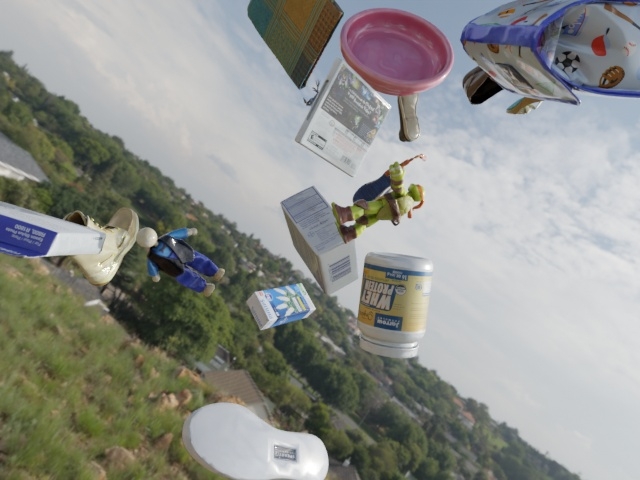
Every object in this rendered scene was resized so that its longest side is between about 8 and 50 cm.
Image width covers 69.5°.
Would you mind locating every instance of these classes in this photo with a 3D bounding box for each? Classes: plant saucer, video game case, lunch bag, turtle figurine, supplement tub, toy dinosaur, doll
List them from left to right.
[{"bbox_3d":[-0.278,0.032,0.905,0.189,0.129,0.046,40,-14,-37],"label":"doll"},{"bbox_3d":[-0.005,-0.382,1.226,0.047,0.082,0.090,-118,-170,-68],"label":"toy dinosaur"},{"bbox_3d":[0.051,-0.238,0.930,0.022,0.173,0.190,32,6,41],"label":"video game case"},{"bbox_3d":[0.139,-0.066,0.989,0.270,0.217,0.087,73,-7,-68],"label":"turtle figurine"},{"bbox_3d":[0.153,0.130,0.967,0.144,0.200,0.144,6,2,0],"label":"supplement tub"},{"bbox_3d":[0.213,-0.536,1.333,0.332,0.332,0.084,36,-29,11],"label":"plant saucer"},{"bbox_3d":[0.553,-0.436,1.035,0.384,0.239,0.328,-1,25,-13],"label":"lunch bag"}]

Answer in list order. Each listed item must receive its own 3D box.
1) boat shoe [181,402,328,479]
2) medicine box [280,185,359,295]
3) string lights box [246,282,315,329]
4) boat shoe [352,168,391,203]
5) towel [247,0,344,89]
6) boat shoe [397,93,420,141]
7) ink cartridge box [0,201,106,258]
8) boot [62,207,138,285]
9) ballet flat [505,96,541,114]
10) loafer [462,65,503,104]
[{"bbox_3d":[-0.103,0.313,0.689,0.267,0.088,0.096,31,43,-40],"label":"boat shoe"},{"bbox_3d":[0.000,0.000,1.662,0.289,0.149,0.264,55,-14,35],"label":"medicine box"},{"bbox_3d":[-0.156,0.263,1.860,0.259,0.077,0.133,-6,57,-48],"label":"string lights box"},{"bbox_3d":[0.188,-0.161,1.473,0.066,0.183,0.066,62,13,19],"label":"boat shoe"},{"bbox_3d":[-0.089,-0.681,1.387,0.040,0.271,0.370,-14,63,-41],"label":"towel"},{"bbox_3d":[0.254,-0.400,1.397,0.075,0.206,0.065,-6,1,-26],"label":"boat shoe"},{"bbox_3d":[-0.500,-0.026,0.738,0.223,0.046,0.224,17,1,-1],"label":"ink cartridge box"},{"bbox_3d":[-0.627,-0.030,1.312,0.095,0.262,0.204,7,-33,13],"label":"boot"},{"bbox_3d":[0.825,-0.544,1.849,0.073,0.080,0.232,50,-7,1],"label":"ballet flat"},{"bbox_3d":[0.641,-0.569,1.555,0.133,0.130,0.366,20,-26,-24],"label":"loafer"}]
